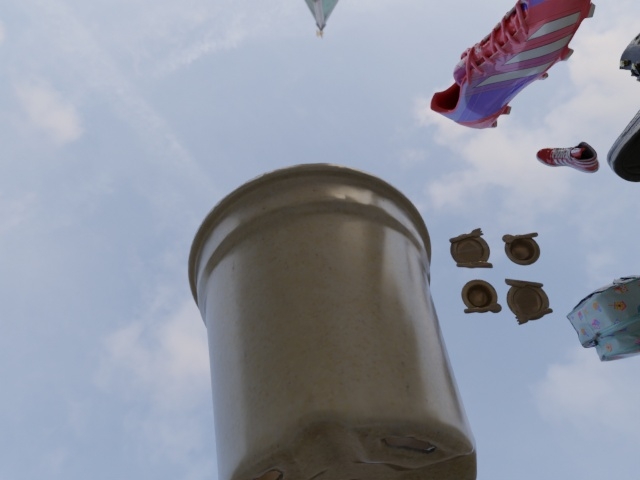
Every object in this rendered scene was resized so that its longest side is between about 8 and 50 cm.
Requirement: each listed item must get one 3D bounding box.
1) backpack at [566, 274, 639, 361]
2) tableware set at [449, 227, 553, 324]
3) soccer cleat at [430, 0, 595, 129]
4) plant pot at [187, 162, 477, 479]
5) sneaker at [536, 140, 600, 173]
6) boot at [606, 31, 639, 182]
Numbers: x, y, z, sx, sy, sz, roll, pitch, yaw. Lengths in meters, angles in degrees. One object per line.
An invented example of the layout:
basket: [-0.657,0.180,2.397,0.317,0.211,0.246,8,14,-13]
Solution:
backpack: [0.601,0.148,0.854,0.166,0.188,0.144,-16,-125,1]
tableware set: [0.287,0.053,0.705,0.141,0.020,0.168,-3,-115,5]
soccer cleat: [0.209,-0.213,0.505,0.095,0.248,0.082,11,-108,-3]
plant pot: [0.007,0.132,0.486,0.334,0.305,0.333,-4,-54,-6]
sneaker: [0.486,-0.170,0.866,0.119,0.067,0.042,23,-93,36]
boot: [0.441,-0.194,0.563,0.085,0.178,0.236,33,-68,-16]
